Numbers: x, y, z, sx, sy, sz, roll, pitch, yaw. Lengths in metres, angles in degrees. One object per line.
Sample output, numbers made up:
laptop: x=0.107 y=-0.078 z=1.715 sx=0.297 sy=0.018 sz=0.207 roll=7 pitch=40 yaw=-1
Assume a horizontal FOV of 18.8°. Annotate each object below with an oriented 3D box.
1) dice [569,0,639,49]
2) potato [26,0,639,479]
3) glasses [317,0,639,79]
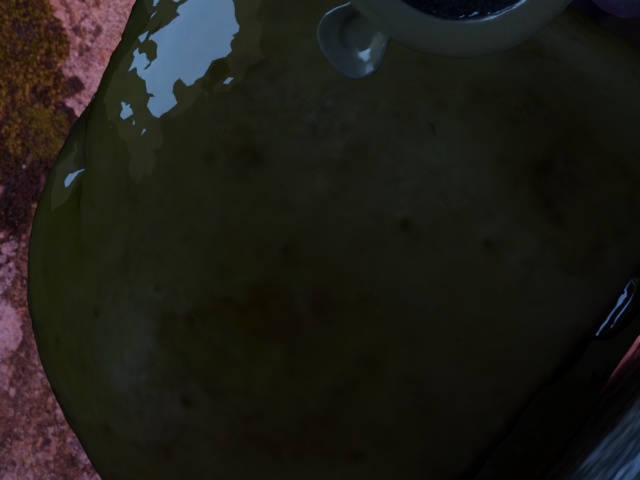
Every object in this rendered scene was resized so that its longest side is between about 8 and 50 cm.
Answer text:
dice: x=0.108 y=-0.225 z=0.901 sx=0.304 sy=0.277 sz=0.304 roll=-9 pitch=-22 yaw=-40
potato: x=0.000 y=0.000 z=0.737 sx=0.285 sy=0.242 sz=0.242 roll=-48 pitch=0 yaw=39
glasses: x=0.119 y=-0.106 z=0.616 sx=0.220 sy=0.190 sz=0.088 roll=-42 pitch=-41 yaw=-62
